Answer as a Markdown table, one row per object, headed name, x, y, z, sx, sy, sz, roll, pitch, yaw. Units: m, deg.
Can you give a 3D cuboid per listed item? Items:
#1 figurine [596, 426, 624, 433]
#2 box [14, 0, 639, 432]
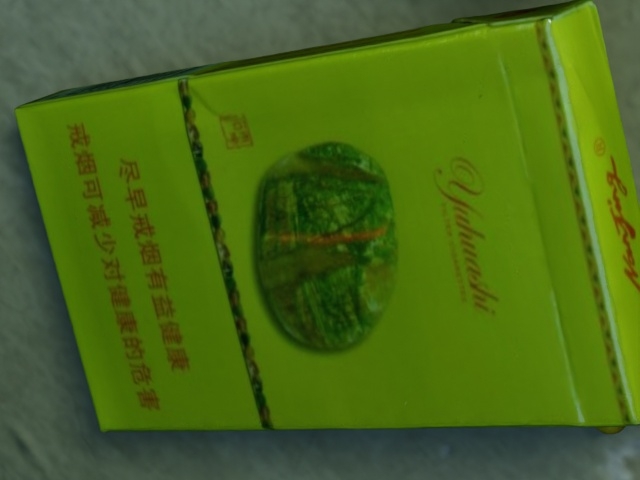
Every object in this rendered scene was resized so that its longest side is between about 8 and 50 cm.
| name | x | y | z | sx | sy | sz | roll | pitch | yaw |
| --- | --- | --- | --- | --- | --- | --- | --- | --- | --- |
| figurine | 0.209 | 0.043 | 0.883 | 0.246 | 0.131 | 0.156 | -1 | 72 | 39 |
| box | 0.000 | 0.000 | 0.935 | 0.335 | 0.047 | 0.187 | -5 | 103 | 39 |
